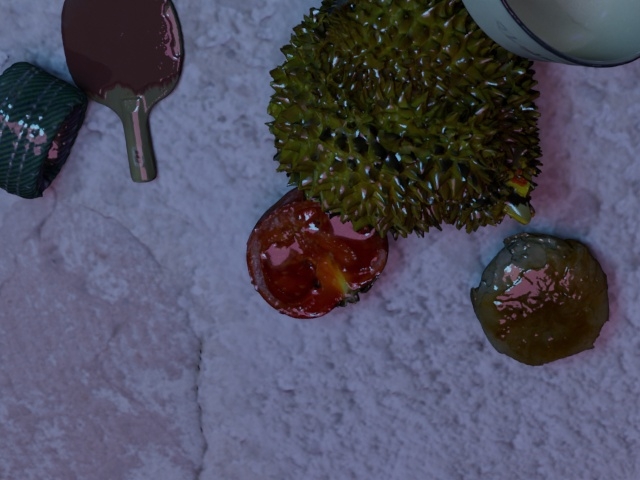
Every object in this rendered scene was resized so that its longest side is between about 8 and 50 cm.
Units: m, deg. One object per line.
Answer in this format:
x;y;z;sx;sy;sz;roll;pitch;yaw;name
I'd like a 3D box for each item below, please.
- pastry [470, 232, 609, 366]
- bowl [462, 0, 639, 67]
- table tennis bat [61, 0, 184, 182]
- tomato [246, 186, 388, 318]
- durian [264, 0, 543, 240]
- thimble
0.238;0.064;1.554;0.153;0.081;0.153;3;109;8;pastry
0.212;-0.266;1.328;0.238;0.126;0.237;3;84;-27;bowl
-0.206;-0.176;1.554;0.131;0.022;0.234;-4;111;10;table tennis bat
0.000;0.000;1.558;0.159;0.091;0.139;-37;109;24;tomato
0.088;-0.122;1.417;0.293;0.258;0.258;8;115;-15;durian
-0.311;-0.118;1.540;0.090;0.118;0.135;27;140;1;thimble
